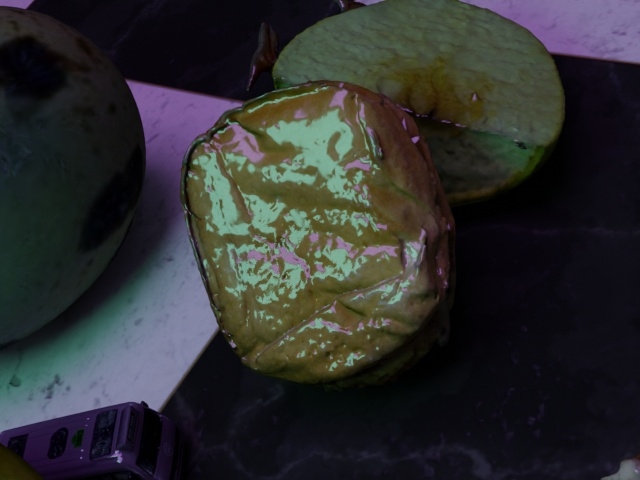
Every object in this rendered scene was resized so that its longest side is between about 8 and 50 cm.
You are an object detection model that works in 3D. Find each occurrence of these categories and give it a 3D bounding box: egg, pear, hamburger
[{"bbox_3d":[-0.385,-0.060,1.212,0.345,0.345,0.428,10,58,36],"label":"egg"},{"bbox_3d":[0.114,-0.156,1.149,0.288,0.139,0.239,15,52,10],"label":"pear"},{"bbox_3d":[-0.001,-0.001,1.013,0.259,0.144,0.283,-11,85,22],"label":"hamburger"}]

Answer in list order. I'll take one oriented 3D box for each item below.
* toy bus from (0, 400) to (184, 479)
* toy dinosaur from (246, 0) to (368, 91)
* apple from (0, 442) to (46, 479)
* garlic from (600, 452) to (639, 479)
[{"bbox_3d":[-0.227,0.216,1.052,0.178,0.098,0.087,-15,45,18],"label":"toy bus"},{"bbox_3d":[-0.006,-0.132,1.234,0.206,0.113,0.327,13,76,-5],"label":"toy dinosaur"},{"bbox_3d":[-0.345,0.307,0.865,0.339,0.339,0.339,-16,46,17],"label":"apple"},{"bbox_3d":[0.305,0.140,0.790,0.198,0.128,0.090,-43,28,-6],"label":"garlic"}]
